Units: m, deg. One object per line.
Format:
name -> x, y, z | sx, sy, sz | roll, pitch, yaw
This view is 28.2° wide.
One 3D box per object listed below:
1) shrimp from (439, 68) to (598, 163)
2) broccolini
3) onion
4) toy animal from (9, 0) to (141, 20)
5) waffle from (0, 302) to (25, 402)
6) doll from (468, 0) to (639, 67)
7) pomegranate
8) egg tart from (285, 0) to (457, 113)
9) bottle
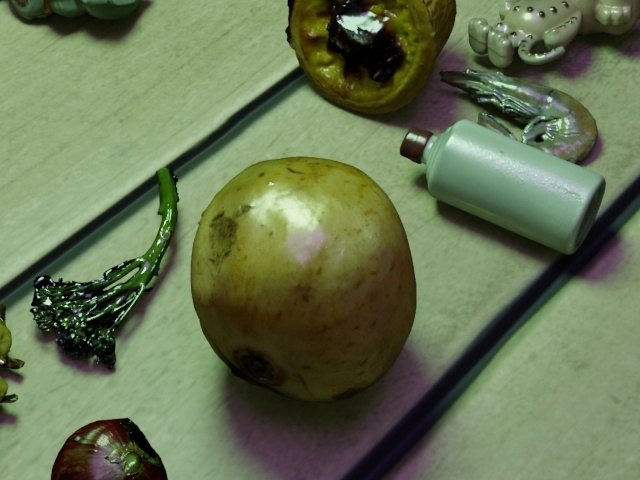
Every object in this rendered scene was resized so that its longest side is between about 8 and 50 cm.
shrimp -> 0.248, -0.160, 1.648 | 0.223, 0.047, 0.126 | 24, 62, 16
broccolini -> -0.242, 0.017, 1.460 | 0.123, 0.062, 0.272 | 23, 56, -2
onion -> -0.208, 0.236, 1.238 | 0.117, 0.119, 0.118 | 39, 57, 10
toy animal -> -0.369, -0.360, 1.770 | 0.251, 0.127, 0.125 | 4, 59, 21
waffle -> -0.527, 0.120, 1.341 | 0.382, 0.095, 0.380 | -27, 55, -27
doll -> 0.336, -0.313, 1.736 | 0.278, 0.119, 0.154 | -32, 45, -24
pomegranate -> -0.014, 0.040, 1.320 | 0.260, 0.260, 0.260 | 1, 49, -1
egg tart -> 0.074, -0.282, 1.655 | 0.215, 0.215, 0.171 | 24, 37, 18
bottle -> 0.210, -0.075, 1.528 | 0.245, 0.104, 0.104 | 25, 53, 19
